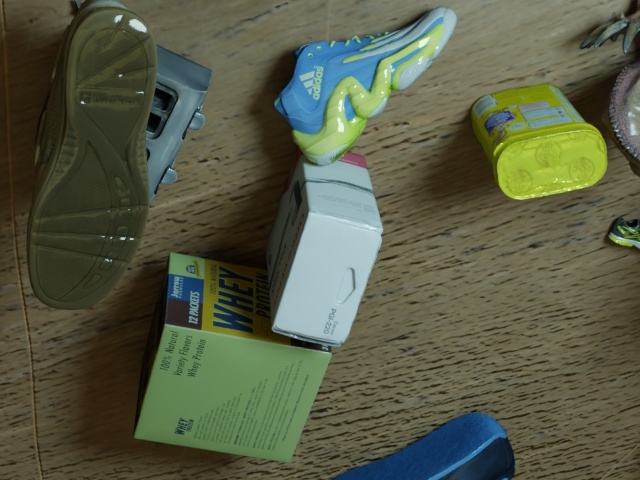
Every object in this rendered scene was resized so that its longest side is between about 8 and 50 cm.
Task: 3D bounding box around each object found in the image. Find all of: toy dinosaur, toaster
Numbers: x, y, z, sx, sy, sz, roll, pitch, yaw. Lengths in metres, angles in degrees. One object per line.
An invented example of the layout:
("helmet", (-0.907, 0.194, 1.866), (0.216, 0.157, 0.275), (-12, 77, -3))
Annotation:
("toy dinosaur", (0.373, -0.165, 1.477), (0.127, 0.296, 0.200), (-23, 119, 39))
("toaster", (-0.232, -0.149, 1.478), (0.185, 0.110, 0.168), (24, 110, -16))

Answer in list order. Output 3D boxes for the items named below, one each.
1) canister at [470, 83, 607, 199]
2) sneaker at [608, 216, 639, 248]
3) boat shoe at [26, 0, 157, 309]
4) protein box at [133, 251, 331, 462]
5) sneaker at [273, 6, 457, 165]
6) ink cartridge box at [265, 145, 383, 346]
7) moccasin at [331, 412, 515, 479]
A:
("canister", (0.249, -0.120, 1.510), (0.126, 0.170, 0.073), (-11, 116, 0))
("sneaker", (0.412, -0.009, 1.658), (0.083, 0.031, 0.035), (7, 114, -9))
("boat shoe", (-0.243, -0.091, 1.384), (0.121, 0.110, 0.341), (8, 111, -22))
("protein box", (-0.110, 0.146, 1.599), (0.201, 0.136, 0.200), (11, 127, -11))
("sneaker", (0.043, -0.206, 1.492), (0.126, 0.091, 0.240), (44, 86, -1))
("ink cartridge box", (0.000, 0.000, 1.514), (0.092, 0.218, 0.159), (13, 113, -12))
("moccasin", (0.112, 0.366, 1.751), (0.342, 0.138, 0.117), (-26, 120, 8))
